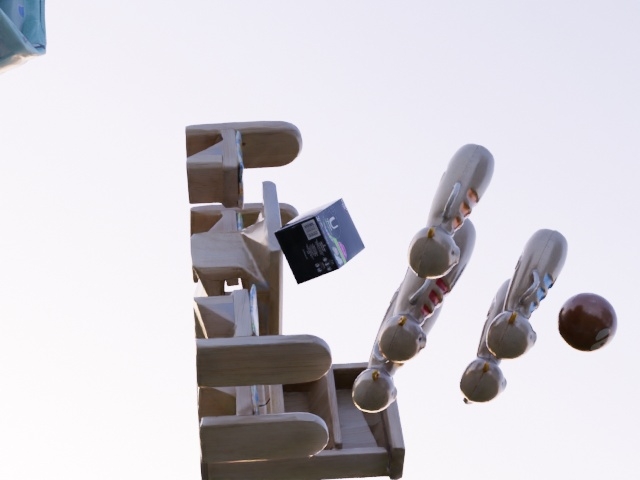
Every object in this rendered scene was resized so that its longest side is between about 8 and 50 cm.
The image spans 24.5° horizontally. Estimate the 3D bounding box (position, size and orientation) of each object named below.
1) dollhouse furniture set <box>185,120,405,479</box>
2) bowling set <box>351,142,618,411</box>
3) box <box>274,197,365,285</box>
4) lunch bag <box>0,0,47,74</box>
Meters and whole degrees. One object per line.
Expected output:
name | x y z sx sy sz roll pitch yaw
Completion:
dollhouse furniture set | -0.025 0.112 1.780 0.257 0.362 0.394 -3 -46 -5
bowling set | 0.150 0.069 1.268 0.200 0.154 0.287 24 -30 9
box | 0.000 0.000 1.510 0.052 0.083 0.062 -22 -84 24
lunch bag | -0.307 -0.202 0.950 0.223 0.160 0.262 -18 -87 14
